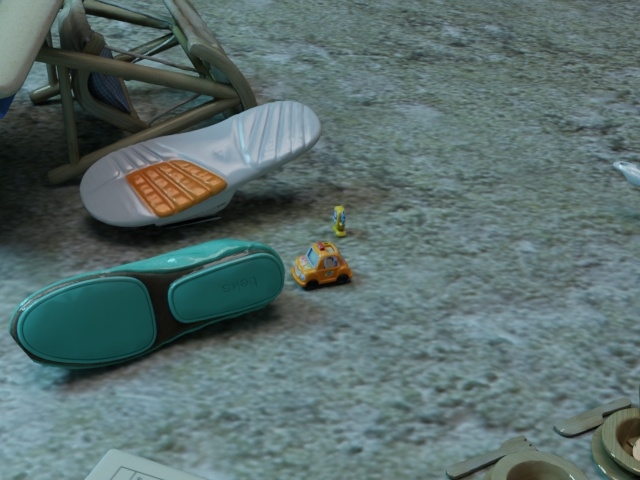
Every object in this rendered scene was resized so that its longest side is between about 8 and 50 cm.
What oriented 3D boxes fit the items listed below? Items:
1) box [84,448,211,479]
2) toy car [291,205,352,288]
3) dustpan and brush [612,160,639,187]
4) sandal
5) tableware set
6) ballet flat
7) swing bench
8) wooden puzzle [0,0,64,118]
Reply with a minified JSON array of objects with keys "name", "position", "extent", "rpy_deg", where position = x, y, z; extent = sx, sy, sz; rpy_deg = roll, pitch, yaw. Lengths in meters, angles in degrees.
[{"name":"box","position":[-0.012,0.239,0.506],"extent":[0.311,0.121,0.148],"rpy_deg":[14,34,18]},{"name":"toy car","position":[0.000,0.000,0.960],"extent":[0.060,0.040,0.122],"rpy_deg":[0,33,-3]},{"name":"dustpan and brush","position":[0.404,-0.026,1.009],"extent":[0.211,0.060,0.147],"rpy_deg":[25,39,31]},{"name":"sandal","position":[-0.119,-0.066,1.021],"extent":[0.265,0.076,0.102],"rpy_deg":[-20,59,-13]},{"name":"tableware set","position":[0.205,0.168,0.710],"extent":[0.194,0.039,0.128],"rpy_deg":[-15,36,-25]},{"name":"ballet flat","position":[-0.153,0.053,0.847],"extent":[0.247,0.083,0.087],"rpy_deg":[-14,12,-24]},{"name":"swing bench","position":[-0.224,-0.209,1.160],"extent":[0.255,0.165,0.253],"rpy_deg":[-10,33,-17]},{"name":"wooden puzzle","position":[-0.391,-0.190,1.011],"extent":[0.348,0.080,0.322],"rpy_deg":[-17,44,28]}]
